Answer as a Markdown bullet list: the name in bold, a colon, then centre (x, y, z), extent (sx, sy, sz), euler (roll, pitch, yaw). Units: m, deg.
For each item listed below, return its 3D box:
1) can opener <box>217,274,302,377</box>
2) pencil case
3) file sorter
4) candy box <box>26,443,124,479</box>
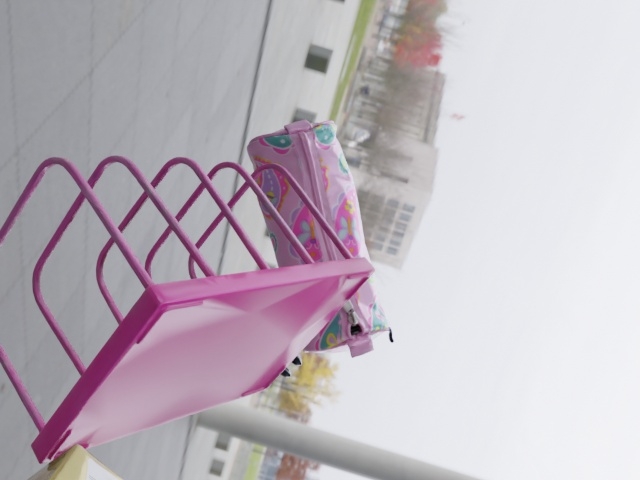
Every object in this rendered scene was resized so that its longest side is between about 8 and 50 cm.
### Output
- **can opener**: centre (-0.105, 0.133, 1.173), extent (0.059, 0.186, 0.073), euler (-41, 177, -10)
- **pencil case**: centre (0.000, 0.000, 0.947), extent (0.124, 0.124, 0.284), euler (102, -26, -87)
- **file sorter**: centre (-0.136, 0.039, 0.731), extent (0.202, 0.182, 0.290), euler (-49, 157, 27)
- **candy box**: centre (-0.258, 0.311, 0.536), extent (0.183, 0.087, 0.316), euler (-38, -166, 34)
